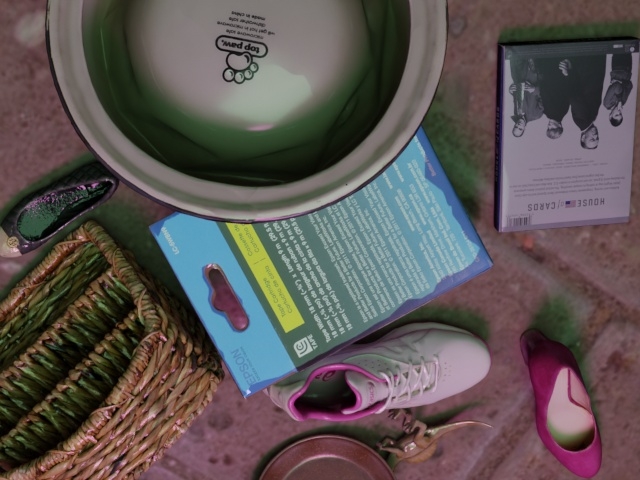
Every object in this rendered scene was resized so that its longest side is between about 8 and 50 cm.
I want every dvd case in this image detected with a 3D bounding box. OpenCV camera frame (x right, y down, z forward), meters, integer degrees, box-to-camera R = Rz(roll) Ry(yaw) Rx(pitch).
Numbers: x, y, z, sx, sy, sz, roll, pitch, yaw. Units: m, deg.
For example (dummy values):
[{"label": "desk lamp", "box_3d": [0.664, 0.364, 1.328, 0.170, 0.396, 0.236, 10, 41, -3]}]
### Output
[{"label": "dvd case", "box_3d": [0.308, -0.132, 1.423, 0.179, 0.029, 0.238, -4, 109, -9]}]

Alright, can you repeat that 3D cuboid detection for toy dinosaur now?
[{"label": "toy dinosaur", "box_3d": [0.131, 0.264, 1.514, 0.183, 0.053, 0.092, -35, 126, 9]}]

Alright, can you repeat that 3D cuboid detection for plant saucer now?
[{"label": "plant saucer", "box_3d": [0.010, 0.355, 1.479, 0.198, 0.036, 0.198, -1, 74, 2]}]

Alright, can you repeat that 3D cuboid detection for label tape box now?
[{"label": "label tape box", "box_3d": [0.000, 0.000, 1.347, 0.334, 0.106, 0.240, -28, 99, -1]}]

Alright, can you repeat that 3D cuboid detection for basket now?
[{"label": "basket", "box_3d": [-0.291, 0.167, 1.309, 0.299, 0.213, 0.223, -42, 110, 4]}]

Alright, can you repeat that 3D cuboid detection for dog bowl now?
[{"label": "dog bowl", "box_3d": [-0.075, -0.219, 1.206, 0.408, 0.150, 0.408, 0, 89, -2]}]

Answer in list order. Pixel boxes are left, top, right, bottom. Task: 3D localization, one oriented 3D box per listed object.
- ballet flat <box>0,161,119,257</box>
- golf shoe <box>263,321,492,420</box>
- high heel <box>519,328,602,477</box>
[{"label": "ballet flat", "box_3d": [-0.313, -0.037, 1.327, 0.173, 0.049, 0.057, -36, 109, 2]}, {"label": "golf shoe", "box_3d": [0.079, 0.178, 1.422, 0.306, 0.140, 0.115, -6, 107, -10]}, {"label": "high heel", "box_3d": [0.335, 0.235, 1.497, 0.082, 0.117, 0.244, -21, 110, -4]}]
